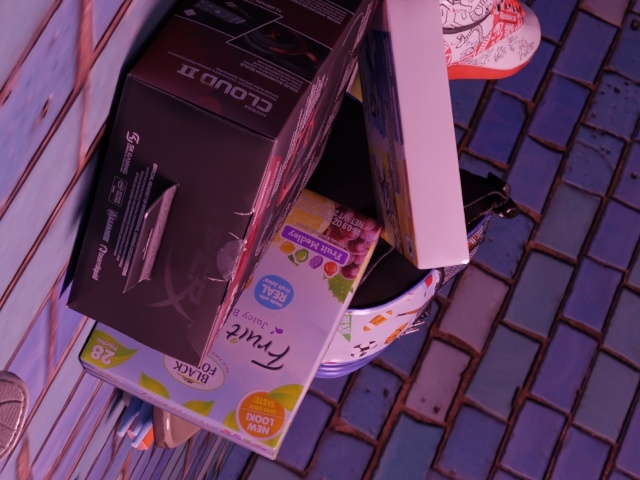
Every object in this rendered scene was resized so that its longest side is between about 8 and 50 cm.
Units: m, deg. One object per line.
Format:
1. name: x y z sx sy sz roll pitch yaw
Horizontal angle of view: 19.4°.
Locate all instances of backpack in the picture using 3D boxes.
1. backpack: 0.000 0.000 1.774 0.263 0.276 0.213 -40 157 -50

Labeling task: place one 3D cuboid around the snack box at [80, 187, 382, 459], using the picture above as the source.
1. snack box: -0.070 0.047 1.516 0.070 0.175 0.207 96 19 -76

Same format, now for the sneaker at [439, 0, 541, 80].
1. sneaker: 0.164 -0.238 1.861 0.270 0.090 0.145 -18 146 -48

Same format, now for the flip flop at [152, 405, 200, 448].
1. flip flop: -0.072 0.128 1.823 0.277 0.080 0.112 -16 111 -56

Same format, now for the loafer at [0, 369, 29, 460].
1. loafer: -0.215 0.128 1.119 0.125 0.045 0.039 -59 -166 8

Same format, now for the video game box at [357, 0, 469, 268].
1. video game box: 0.067 -0.092 1.462 0.187 0.048 0.205 -123 -155 -81

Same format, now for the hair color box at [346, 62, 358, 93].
1. hair color box: -0.002 -0.157 2.076 0.167 0.053 0.093 108 8 -51

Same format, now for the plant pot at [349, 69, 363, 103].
1. plant pot: 0.067 -0.212 2.553 0.079 0.083 0.083 -51 172 -17

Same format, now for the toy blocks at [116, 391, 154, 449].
1. toy blocks: -0.164 0.159 1.847 0.123 0.054 0.148 110 6 -48

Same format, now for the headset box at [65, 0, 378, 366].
1. headset box: -0.065 -0.073 1.305 0.293 0.110 0.218 -62 174 -48
